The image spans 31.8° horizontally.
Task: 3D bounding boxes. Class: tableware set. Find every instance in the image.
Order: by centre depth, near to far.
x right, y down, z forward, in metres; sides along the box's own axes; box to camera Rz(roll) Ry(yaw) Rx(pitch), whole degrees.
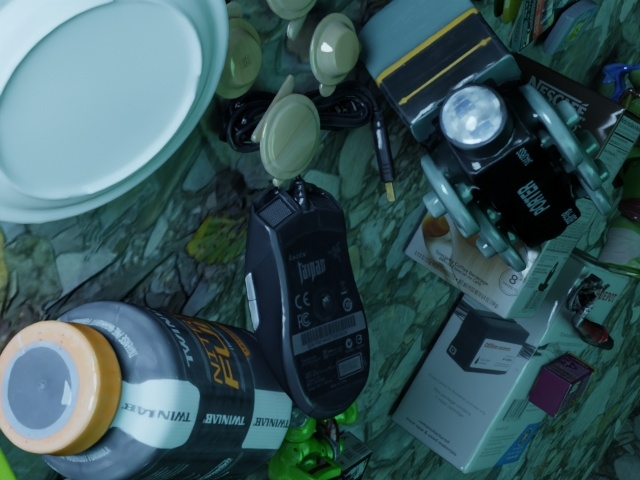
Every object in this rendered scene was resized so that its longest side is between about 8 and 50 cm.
[{"bbox_3d":[-0.023,-0.132,0.808,0.141,0.020,0.168,-57,140,-20],"label":"tableware set"},{"bbox_3d":[0.172,-0.262,1.010,0.154,0.024,0.104,69,41,-59],"label":"tableware set"}]

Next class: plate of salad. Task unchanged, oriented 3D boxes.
[{"bbox_3d":[-0.141,-0.094,0.667,0.200,0.048,0.200,-31,148,-22],"label":"plate of salad"}]

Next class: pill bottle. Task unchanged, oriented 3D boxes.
[{"bbox_3d":[-0.129,0.115,0.830,0.130,0.130,0.246,-58,154,5],"label":"pill bottle"}]

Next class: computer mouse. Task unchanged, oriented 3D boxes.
[{"bbox_3d":[0.000,0.000,0.908,0.184,0.060,0.262,-24,104,-45],"label":"computer mouse"}]

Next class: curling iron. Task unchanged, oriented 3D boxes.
[{"bbox_3d":[0.357,0.108,1.442,0.068,0.035,0.274,-54,152,-4],"label":"curling iron"}]

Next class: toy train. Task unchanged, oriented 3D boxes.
[{"bbox_3d":[0.148,-0.093,0.985,0.142,0.190,0.334,-35,158,11],"label":"toy train"}]

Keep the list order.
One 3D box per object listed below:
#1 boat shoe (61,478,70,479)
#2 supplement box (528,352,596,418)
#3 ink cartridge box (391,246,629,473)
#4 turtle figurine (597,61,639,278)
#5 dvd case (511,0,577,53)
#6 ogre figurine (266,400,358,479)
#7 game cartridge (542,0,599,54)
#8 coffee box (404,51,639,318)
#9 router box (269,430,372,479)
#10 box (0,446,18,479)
[{"bbox_3d":[-0.239,0.266,0.863,0.302,0.091,0.114,-24,139,-47],"label":"boat shoe"},{"bbox_3d":[0.310,0.185,1.440,0.083,0.043,0.055,-14,131,-53],"label":"supplement box"},{"bbox_3d":[0.257,0.141,1.498,0.307,0.129,0.223,-61,152,9],"label":"ink cartridge box"},{"bbox_3d":[0.444,-0.078,1.351,0.198,0.275,0.266,-177,-78,-80],"label":"turtle figurine"},{"bbox_3d":[0.237,-0.256,1.146,0.119,0.013,0.087,-41,150,-25],"label":"dvd case"},{"bbox_3d":[-0.013,0.212,1.174,0.118,0.097,0.197,-27,150,-58],"label":"ogre figurine"},{"bbox_3d":[0.271,-0.232,1.209,0.083,0.017,0.056,-32,153,-50],"label":"game cartridge"},{"bbox_3d":[0.217,-0.056,1.199,0.098,0.141,0.246,6,114,-60],"label":"coffee box"},{"bbox_3d":[-0.024,0.317,1.328,0.179,0.046,0.133,-22,138,-48],"label":"router box"},{"bbox_3d":[-0.262,0.157,0.736,0.109,0.042,0.178,-41,141,-30],"label":"box"}]
